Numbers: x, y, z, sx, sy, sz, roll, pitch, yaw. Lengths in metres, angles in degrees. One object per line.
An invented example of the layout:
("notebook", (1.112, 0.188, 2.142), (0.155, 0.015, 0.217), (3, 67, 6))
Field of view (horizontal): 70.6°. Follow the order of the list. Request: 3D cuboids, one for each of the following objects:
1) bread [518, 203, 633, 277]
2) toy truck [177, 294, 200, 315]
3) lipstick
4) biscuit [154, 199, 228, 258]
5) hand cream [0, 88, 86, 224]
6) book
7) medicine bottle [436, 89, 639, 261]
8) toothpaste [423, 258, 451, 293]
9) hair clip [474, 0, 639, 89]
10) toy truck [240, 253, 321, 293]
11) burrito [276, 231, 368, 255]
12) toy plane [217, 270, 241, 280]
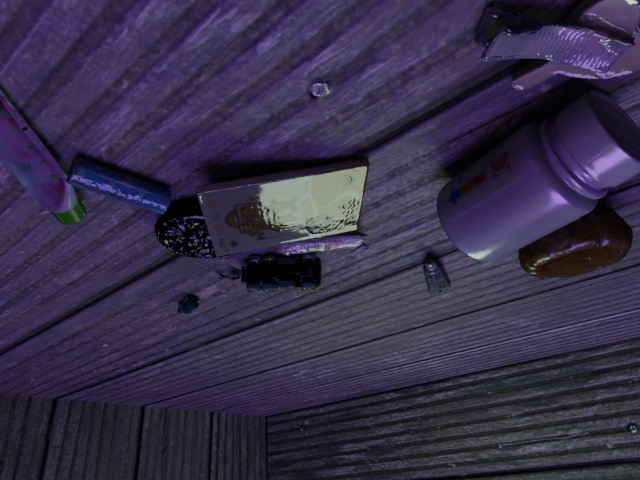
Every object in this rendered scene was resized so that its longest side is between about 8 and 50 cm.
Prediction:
("bread", (0.544, -0.001, 0.985), (0.229, 0.123, 0.230), (-5, 157, -2))
("toy truck", (-0.368, 0.183, 1.258), (0.039, 0.044, 0.083), (19, 143, -32))
("lipstick", (-0.335, -0.090, 0.760), (0.158, 0.048, 0.048), (21, 142, -37))
("biscuit", (-0.229, -0.019, 0.902), (0.194, 0.053, 0.194), (-3, 152, -2))
("hand cream", (-0.454, -0.121, 0.700), (0.079, 0.050, 0.275), (-26, 149, -14))
("book", (-0.062, -0.055, 0.836), (0.295, 0.020, 0.208), (-11, 149, -9))
("medicine bottle", (0.344, -0.094, 0.733), (0.170, 0.170, 0.293), (12, 147, -28))
("toothpaste", (0.310, 0.101, 1.221), (0.067, 0.037, 0.255), (-19, 152, 13))
("hair clip", (0.303, -0.240, 0.566), (0.218, 0.071, 0.159), (5, 156, -5))
("toy truck", (-0.090, 0.090, 1.090), (0.191, 0.085, 0.116), (-3, 161, 2))
("burrito", (0.000, 0.000, 0.967), (0.203, 0.064, 0.064), (-1, 151, -10))
("toy plane", (-0.216, 0.088, 1.129), (0.084, 0.024, 0.078), (0, 169, -8))
